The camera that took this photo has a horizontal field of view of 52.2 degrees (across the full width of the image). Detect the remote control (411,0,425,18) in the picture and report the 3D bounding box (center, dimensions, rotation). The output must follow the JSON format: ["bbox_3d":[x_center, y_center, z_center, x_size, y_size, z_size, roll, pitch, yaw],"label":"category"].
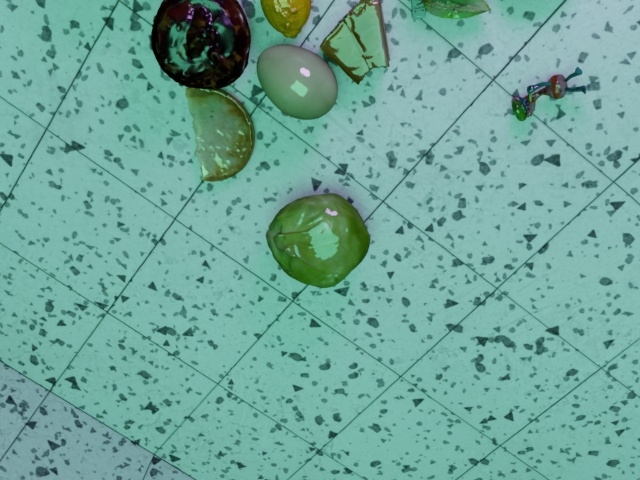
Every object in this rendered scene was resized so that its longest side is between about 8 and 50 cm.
[{"bbox_3d":[0.272,-0.667,1.817,0.039,0.014,0.096,-3,115,8],"label":"remote control"}]

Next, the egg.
[{"bbox_3d":[-0.068,-0.455,1.867,0.253,0.189,0.189,36,115,-7],"label":"egg"}]

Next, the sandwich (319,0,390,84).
[{"bbox_3d":[0.136,-0.568,1.832,0.186,0.108,0.220,40,112,-14],"label":"sandwich"}]

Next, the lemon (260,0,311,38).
[{"bbox_3d":[-0.093,-0.650,1.798,0.142,0.142,0.187,-10,118,12],"label":"lemon"}]

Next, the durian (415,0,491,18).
[{"bbox_3d":[0.349,-0.644,1.770,0.215,0.100,0.086,5,114,-3],"label":"durian"}]

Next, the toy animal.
[{"bbox_3d":[0.642,-0.418,1.852,0.208,0.100,0.103,-18,153,28],"label":"toy animal"}]

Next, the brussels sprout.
[{"bbox_3d":[0.000,0.000,2.069,0.327,0.247,0.328,5,106,17],"label":"brussels sprout"}]

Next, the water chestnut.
[{"bbox_3d":[-0.330,-0.558,1.801,0.299,0.300,0.300,3,117,5],"label":"water chestnut"}]

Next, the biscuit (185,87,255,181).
[{"bbox_3d":[-0.304,-0.335,2.040,0.204,0.040,0.309,-2,117,8],"label":"biscuit"}]
